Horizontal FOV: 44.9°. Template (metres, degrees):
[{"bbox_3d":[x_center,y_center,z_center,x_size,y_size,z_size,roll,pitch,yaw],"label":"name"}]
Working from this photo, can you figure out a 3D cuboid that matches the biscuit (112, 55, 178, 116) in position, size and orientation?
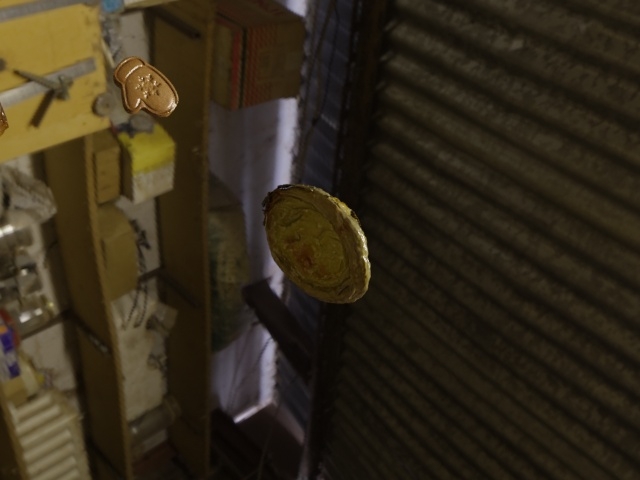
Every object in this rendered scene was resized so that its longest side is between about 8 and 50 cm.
[{"bbox_3d":[-0.359,-0.304,1.572,0.140,0.118,0.023,36,-31,-15],"label":"biscuit"}]

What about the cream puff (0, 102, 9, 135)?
[{"bbox_3d":[-0.474,-0.177,1.030,0.122,0.094,0.116,41,-27,48],"label":"cream puff"}]

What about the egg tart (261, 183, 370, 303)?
[{"bbox_3d":[0.000,0.000,1.556,0.279,0.095,0.279,24,-49,31],"label":"egg tart"}]
